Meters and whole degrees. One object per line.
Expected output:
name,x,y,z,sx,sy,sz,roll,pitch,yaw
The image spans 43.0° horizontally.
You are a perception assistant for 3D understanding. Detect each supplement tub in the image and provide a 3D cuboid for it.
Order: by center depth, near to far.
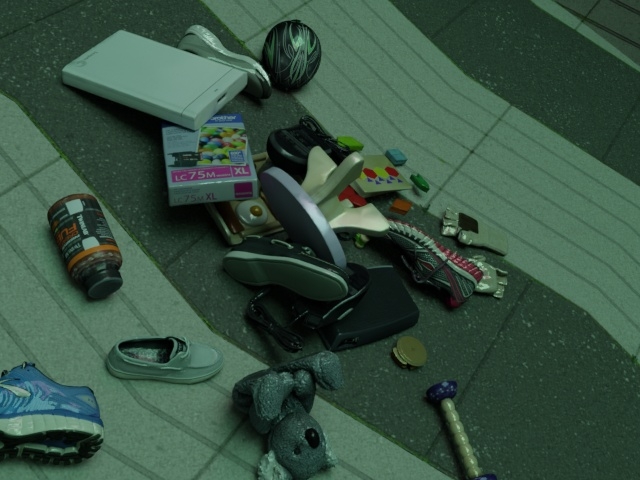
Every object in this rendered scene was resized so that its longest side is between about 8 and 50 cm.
supplement tub,-0.451,0.012,1.580,0.106,0.106,0.197,-13,62,-35

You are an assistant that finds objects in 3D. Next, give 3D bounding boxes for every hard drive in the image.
hard drive,0.094,0.140,1.807,0.255,0.054,0.172,-12,62,-35
hard drive,-0.380,-0.378,1.882,0.353,0.047,0.233,21,44,16

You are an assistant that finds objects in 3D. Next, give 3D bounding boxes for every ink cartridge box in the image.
ink cartridge box,-0.249,-0.194,1.772,0.186,0.065,0.311,-5,39,-11

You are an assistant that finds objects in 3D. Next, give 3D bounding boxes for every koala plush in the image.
koala plush,-0.055,0.343,1.514,0.196,0.203,0.221,-17,86,-37

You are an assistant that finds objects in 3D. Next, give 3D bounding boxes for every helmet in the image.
helmet,-0.075,-0.489,2.146,0.170,0.169,0.161,9,35,-22

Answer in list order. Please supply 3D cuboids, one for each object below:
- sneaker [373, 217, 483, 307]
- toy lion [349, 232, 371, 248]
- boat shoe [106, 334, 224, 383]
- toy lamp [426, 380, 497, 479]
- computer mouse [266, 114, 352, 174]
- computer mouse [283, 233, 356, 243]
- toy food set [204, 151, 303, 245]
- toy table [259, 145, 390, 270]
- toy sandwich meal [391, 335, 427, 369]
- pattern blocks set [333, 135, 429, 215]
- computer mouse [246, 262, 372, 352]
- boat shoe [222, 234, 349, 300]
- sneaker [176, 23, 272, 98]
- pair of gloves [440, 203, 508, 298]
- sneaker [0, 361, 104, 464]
sneaker,0.236,0.045,1.914,0.299,0.121,0.112,32,86,0
toy lion,0.086,-0.039,1.962,0.100,0.034,0.096,39,39,4
boat shoe,-0.282,0.218,1.526,0.228,0.081,0.079,3,54,-26
toy lamp,0.299,0.428,1.679,0.080,0.080,0.274,1,55,-27
computer mouse,-0.041,-0.205,1.912,0.188,0.072,0.272,43,29,13
computer mouse,0.000,0.000,1.863,0.242,0.041,0.071,-25,73,-33
toy food set,-0.141,-0.127,1.863,0.306,0.092,0.219,-18,65,-36
toy table,0.012,-0.072,1.725,0.161,0.252,0.274,-32,80,-20
toy sandwich meal,0.197,0.250,1.797,0.086,0.029,0.085,18,45,-19
pattern blocks set,0.127,-0.164,2.048,0.325,0.026,0.285,0,45,-34
computer mouse,-0.025,0.126,1.707,0.184,0.060,0.262,30,57,34
boat shoe,-0.063,0.045,1.670,0.303,0.114,0.091,13,49,29
sneaker,-0.245,-0.431,2.055,0.272,0.100,0.108,32,61,2
pair of gloves,0.390,0.029,2.063,0.204,0.042,0.240,24,48,-10
sneaker,-0.527,0.281,1.338,0.330,0.129,0.147,11,37,-25
